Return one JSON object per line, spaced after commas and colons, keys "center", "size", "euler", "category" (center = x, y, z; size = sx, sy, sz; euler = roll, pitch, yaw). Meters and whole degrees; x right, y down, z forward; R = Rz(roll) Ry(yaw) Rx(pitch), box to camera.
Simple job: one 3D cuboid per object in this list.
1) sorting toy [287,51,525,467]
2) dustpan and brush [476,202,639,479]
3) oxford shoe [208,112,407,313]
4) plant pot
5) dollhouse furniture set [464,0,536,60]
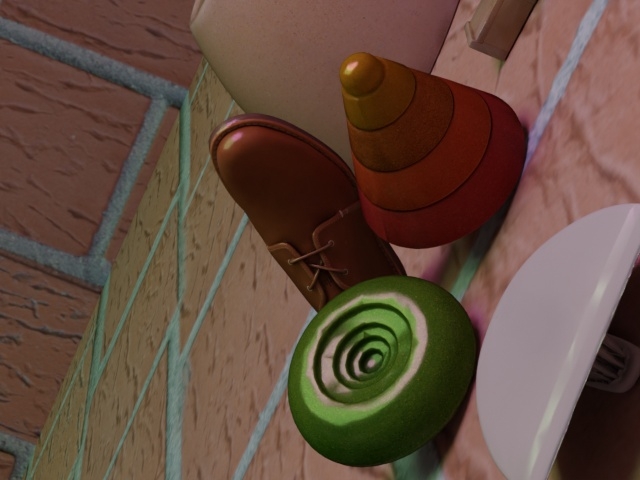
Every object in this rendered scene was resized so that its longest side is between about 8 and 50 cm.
{"center": [0.017, 0.031, 1.037], "size": [0.127, 0.126, 0.366], "euler": [-2, 59, 34], "category": "sorting toy"}
{"center": [0.115, 0.050, 0.865], "size": [0.147, 0.060, 0.211], "euler": [-67, 18, -2], "category": "dustpan and brush"}
{"center": [0.000, 0.000, 1.165], "size": [0.076, 0.212, 0.076], "euler": [-29, 34, 19], "category": "oxford shoe"}
{"center": [-0.007, -0.213, 1.559], "size": [0.284, 0.191, 0.284], "euler": [-159, 90, -79], "category": "plant pot"}
{"center": [0.122, -0.201, 1.152], "size": [0.161, 0.101, 0.182], "euler": [-91, 26, -63], "category": "dollhouse furniture set"}
